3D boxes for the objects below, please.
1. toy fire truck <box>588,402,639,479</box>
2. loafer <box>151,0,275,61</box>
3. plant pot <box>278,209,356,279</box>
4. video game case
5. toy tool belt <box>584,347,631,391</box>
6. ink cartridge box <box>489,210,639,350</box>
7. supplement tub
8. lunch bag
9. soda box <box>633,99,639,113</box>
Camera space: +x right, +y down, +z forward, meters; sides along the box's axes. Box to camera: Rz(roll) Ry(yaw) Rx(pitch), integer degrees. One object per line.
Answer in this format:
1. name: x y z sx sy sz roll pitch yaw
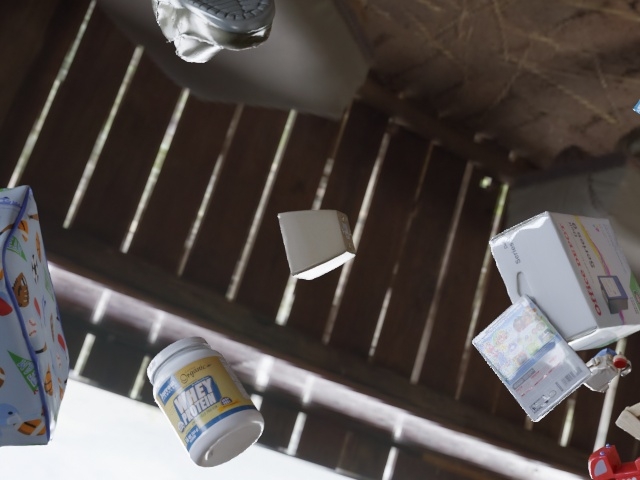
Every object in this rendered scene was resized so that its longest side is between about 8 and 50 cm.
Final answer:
1. toy fire truck: 0.453 0.276 1.409 0.192 0.135 0.047 -19 -178 35
2. loafer: -0.120 -0.248 1.154 0.094 0.087 0.251 -19 -152 -20
3. plant pot: 0.000 0.000 1.719 0.096 0.109 0.109 -15 171 14
4. video game case: 0.243 0.135 1.176 0.011 0.087 0.122 20 -151 -56
5. toy tool belt: 0.423 0.183 1.510 0.052 0.051 0.083 32 131 -7
6. ink cartridge box: 0.317 0.054 1.274 0.093 0.154 0.212 -31 160 32
7. supplement tub: -0.206 0.284 1.798 0.199 0.144 0.144 52 180 27
8. lunch bag: -0.384 0.095 1.245 0.115 0.303 0.243 -6 -155 -6
9. soda box: 0.526 -0.144 1.345 0.071 0.067 0.210 14 -157 -51
